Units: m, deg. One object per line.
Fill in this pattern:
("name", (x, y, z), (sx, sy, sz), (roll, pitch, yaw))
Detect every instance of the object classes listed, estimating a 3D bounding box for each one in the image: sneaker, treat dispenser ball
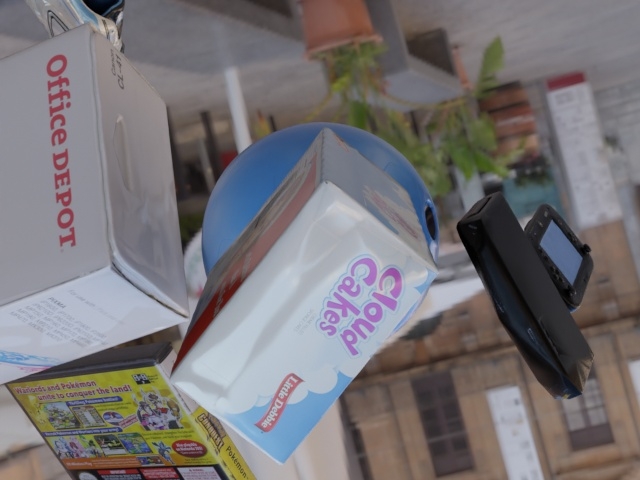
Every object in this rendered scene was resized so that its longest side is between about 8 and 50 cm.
("sneaker", (-0.218, -0.186, 1.105), (0.086, 0.085, 0.237), (-14, 136, 2))
("treat dispenser ball", (0.000, 0.000, 1.387), (0.288, 0.288, 0.288), (-15, 179, 0))

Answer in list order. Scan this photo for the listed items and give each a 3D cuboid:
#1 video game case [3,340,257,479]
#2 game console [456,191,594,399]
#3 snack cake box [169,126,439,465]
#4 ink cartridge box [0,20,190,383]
("video game case", (-0.212, 0.234, 1.312), (0.275, 0.248, 0.035), (-11, -153, 39))
("game console", (0.250, 0.028, 1.296), (0.044, 0.213, 0.361), (-28, -175, 24))
("snack cake box", (-0.009, 0.021, 0.771), (0.152, 0.089, 0.264), (-50, -172, 10))
("ink cartridge box", (-0.275, -0.006, 0.915), (0.306, 0.226, 0.131), (-18, 151, 14))
